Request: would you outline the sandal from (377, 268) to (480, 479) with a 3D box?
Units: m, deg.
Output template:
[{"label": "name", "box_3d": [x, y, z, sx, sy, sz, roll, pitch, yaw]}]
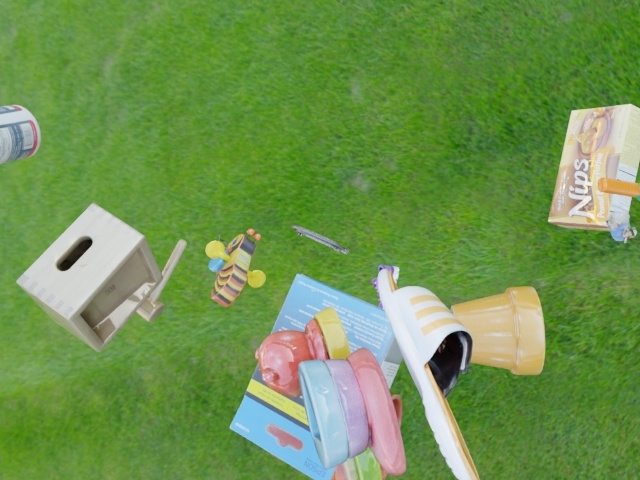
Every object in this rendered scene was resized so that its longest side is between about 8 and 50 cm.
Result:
[{"label": "sandal", "box_3d": [0.135, 0.135, 0.688, 0.076, 0.102, 0.265, -25, 50, 6]}]

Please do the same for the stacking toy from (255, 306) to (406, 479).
[{"label": "stacking toy", "box_3d": [0.007, 0.259, 0.871, 0.131, 0.309, 0.279, -13, 99, -10]}]

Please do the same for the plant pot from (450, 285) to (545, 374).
[{"label": "plant pot", "box_3d": [0.404, 0.213, 1.496, 0.188, 0.205, 0.205, -3, 87, 5]}]

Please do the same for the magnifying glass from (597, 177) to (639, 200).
[{"label": "magnifying glass", "box_3d": [0.646, -0.097, 1.276, 0.026, 0.231, 0.092, 153, 119, -61]}]

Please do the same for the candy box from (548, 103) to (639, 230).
[{"label": "candy box", "box_3d": [0.726, -0.187, 1.679, 0.183, 0.088, 0.316, 10, 88, 61]}]

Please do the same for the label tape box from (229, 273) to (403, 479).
[{"label": "label tape box", "box_3d": [0.004, 0.264, 1.249, 0.241, 0.106, 0.333, 22, 86, 28]}]

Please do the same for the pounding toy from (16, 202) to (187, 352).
[{"label": "pounding toy", "box_3d": [-0.266, 0.044, 0.832, 0.094, 0.206, 0.181, 31, 66, 13]}]

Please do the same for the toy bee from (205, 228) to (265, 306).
[{"label": "toy bee", "box_3d": [-0.247, 0.042, 1.846, 0.162, 0.195, 0.298, -41, 49, 22]}]

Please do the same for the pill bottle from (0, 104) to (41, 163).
[{"label": "pill bottle", "box_3d": [-0.635, -0.193, 1.209, 0.108, 0.180, 0.107, 7, 110, 21]}]

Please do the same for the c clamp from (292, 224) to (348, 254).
[{"label": "c clamp", "box_3d": [0.000, 0.000, 1.576, 0.161, 0.137, 0.022, 24, 87, -7]}]

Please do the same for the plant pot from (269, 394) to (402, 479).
[{"label": "plant pot", "box_3d": [0.028, 0.469, 1.557, 0.265, 0.272, 0.272, 13, 96, 23]}]

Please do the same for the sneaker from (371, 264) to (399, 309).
[{"label": "sneaker", "box_3d": [0.173, 0.137, 1.772, 0.071, 0.169, 0.068, 15, 134, 0]}]

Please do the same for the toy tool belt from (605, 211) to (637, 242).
[{"label": "toy tool belt", "box_3d": [0.649, -0.020, 1.385, 0.052, 0.083, 0.051, -1, 48, 47]}]
